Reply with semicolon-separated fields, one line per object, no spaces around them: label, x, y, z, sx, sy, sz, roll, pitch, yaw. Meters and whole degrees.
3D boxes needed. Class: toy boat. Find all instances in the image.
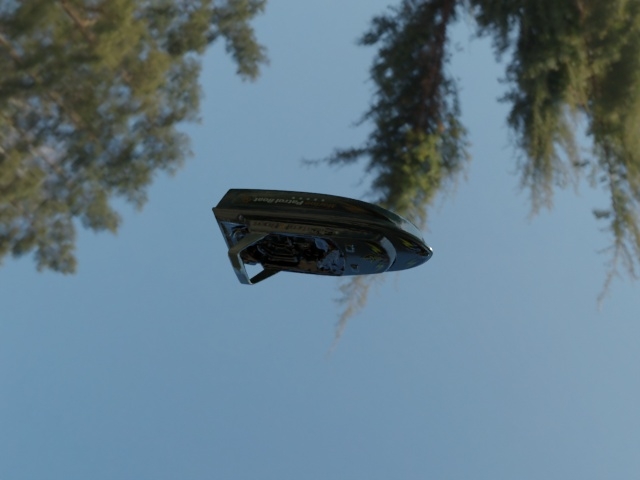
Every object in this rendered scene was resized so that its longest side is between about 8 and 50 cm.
toy boat;0.000;0.000;1.068;0.246;0.093;0.103;6;-127;17
